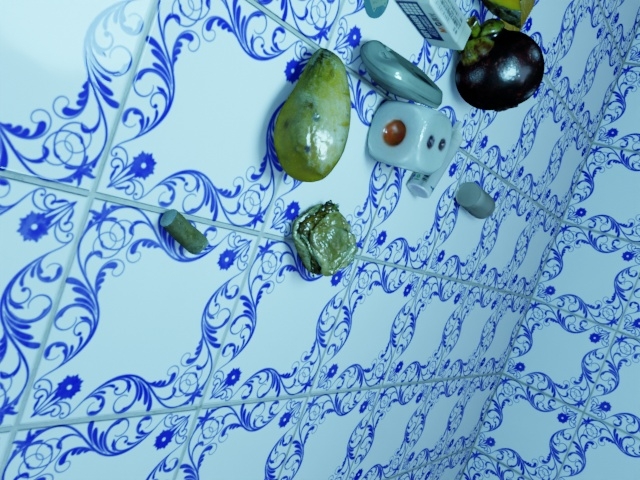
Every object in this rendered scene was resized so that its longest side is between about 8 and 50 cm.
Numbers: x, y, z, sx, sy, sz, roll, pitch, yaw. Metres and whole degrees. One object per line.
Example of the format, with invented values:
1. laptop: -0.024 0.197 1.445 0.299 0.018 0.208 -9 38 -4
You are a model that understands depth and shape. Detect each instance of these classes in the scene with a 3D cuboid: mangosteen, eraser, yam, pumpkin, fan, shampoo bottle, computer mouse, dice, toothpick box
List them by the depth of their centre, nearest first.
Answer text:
1. yam: -0.306 -0.017 1.302 0.054 0.054 0.132 -55 141 -16
2. fan: 0.151 -0.689 1.556 0.113 0.005 0.175 -35 135 -35
3. computer mouse: 0.228 -0.459 1.639 0.095 0.197 0.331 -44 150 26
4. eraser: 0.334 -0.667 1.698 0.279 0.124 0.081 23 90 -54
5. dice: 0.270 -0.311 1.751 0.192 0.193 0.194 5 102 -51
6. pumpkin: 0.581 -0.839 1.916 0.169 0.148 0.311 40 50 -75
7. mangosteen: 0.596 -0.591 1.954 0.297 0.297 0.313 9 63 -53
8. shampoo bottle: 0.416 -0.293 2.028 0.303 0.092 0.092 -57 143 -14
9. toothpick box: 0.633 -0.161 2.353 0.181 0.111 0.111 24 89 -53

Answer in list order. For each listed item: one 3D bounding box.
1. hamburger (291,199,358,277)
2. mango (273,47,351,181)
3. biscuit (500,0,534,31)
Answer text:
1. hamburger: 0.000 0.000 1.656 0.183 0.130 0.206 -40 117 -34
2. mango: -0.013 -0.306 1.439 0.176 0.176 0.329 74 28 -69
3. biscuit: 0.745 -0.889 2.190 0.237 0.013 0.232 38 78 -52
